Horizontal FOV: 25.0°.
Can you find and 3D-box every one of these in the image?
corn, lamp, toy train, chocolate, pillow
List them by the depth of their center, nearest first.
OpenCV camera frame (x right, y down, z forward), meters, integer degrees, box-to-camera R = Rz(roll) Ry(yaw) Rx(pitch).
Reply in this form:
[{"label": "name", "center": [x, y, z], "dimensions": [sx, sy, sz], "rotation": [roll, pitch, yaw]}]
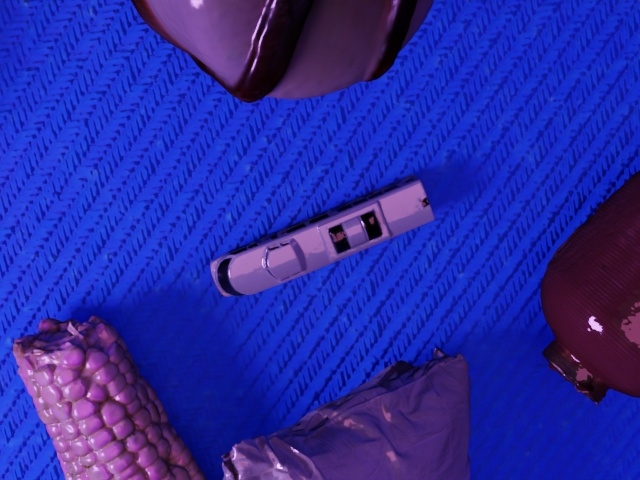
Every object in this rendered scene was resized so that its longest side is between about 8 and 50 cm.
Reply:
[{"label": "chocolate", "center": [-0.016, -0.243, 1.137], "dimensions": [0.284, 0.186, 0.283], "rotation": [-11, 118, -22]}, {"label": "pillow", "center": [0.022, 0.275, 1.301], "dimensions": [0.283, 0.138, 0.309], "rotation": [-15, 113, -40]}, {"label": "lamp", "center": [0.310, 0.035, 1.310], "dimensions": [0.180, 0.180, 0.258], "rotation": [43, 93, -16]}, {"label": "corn", "center": [-0.167, 0.218, 1.312], "dimensions": [0.127, 0.126, 0.335], "rotation": [-24, 103, -2]}, {"label": "toy train", "center": [0.000, 0.000, 1.312], "dimensions": [0.208, 0.047, 0.043], "rotation": [-23, 105, -4]}]
